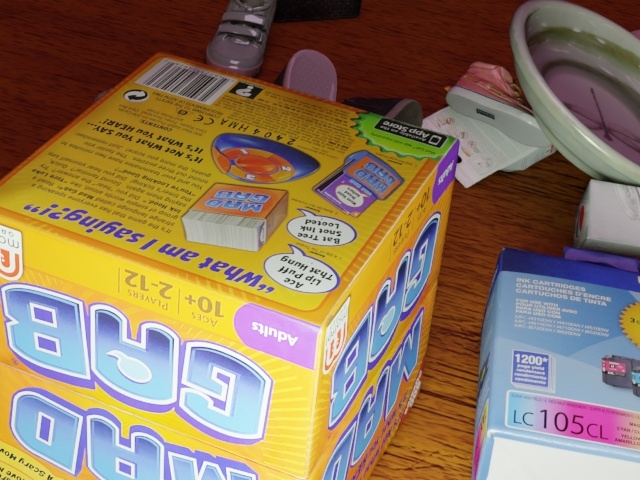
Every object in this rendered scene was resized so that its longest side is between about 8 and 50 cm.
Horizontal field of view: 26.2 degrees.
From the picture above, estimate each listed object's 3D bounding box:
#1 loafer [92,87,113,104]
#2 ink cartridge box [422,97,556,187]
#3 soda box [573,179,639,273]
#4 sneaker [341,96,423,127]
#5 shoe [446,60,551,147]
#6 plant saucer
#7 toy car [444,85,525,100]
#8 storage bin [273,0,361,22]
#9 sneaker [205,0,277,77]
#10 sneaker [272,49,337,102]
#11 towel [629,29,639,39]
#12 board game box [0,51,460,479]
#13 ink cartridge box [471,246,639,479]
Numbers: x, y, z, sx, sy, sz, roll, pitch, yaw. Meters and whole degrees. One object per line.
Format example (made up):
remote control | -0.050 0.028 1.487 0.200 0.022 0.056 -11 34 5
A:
loafer | -0.267 -0.116 1.864 0.111 0.112 0.319 0 35 3
ink cartridge box | 0.248 -0.153 2.077 0.179 0.045 0.145 -30 60 -17
soda box | 0.489 0.001 1.854 0.286 0.091 0.098 10 61 1
sneaker | 0.043 -0.136 2.002 0.118 0.083 0.222 11 39 40
shoe | 0.281 -0.207 2.048 0.178 0.063 0.081 27 64 22
plant saucer | 0.420 -0.185 2.006 0.400 0.100 0.400 24 38 -20
toy car | 0.259 -0.221 2.175 0.122 0.040 0.060 25 60 18
storage bin | -0.024 -0.448 2.392 0.180 0.084 0.122 -8 39 -20
sneaker | -0.123 -0.368 2.205 0.094 0.151 0.256 11 37 1
sneaker | -0.054 -0.109 1.920 0.105 0.147 0.295 19 65 -15
towel | 0.578 -0.259 2.287 0.332 0.053 0.317 -16 42 -31
board game box | -0.102 0.074 1.414 0.357 0.356 0.356 18 37 17
ink cartridge box | 0.317 0.160 1.580 0.270 0.151 0.395 10 34 2
